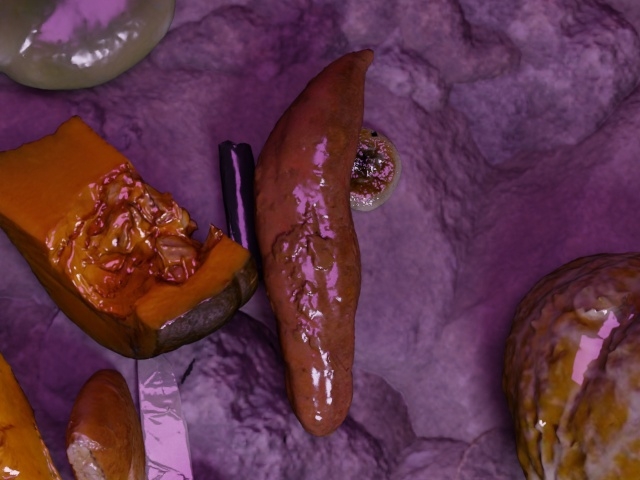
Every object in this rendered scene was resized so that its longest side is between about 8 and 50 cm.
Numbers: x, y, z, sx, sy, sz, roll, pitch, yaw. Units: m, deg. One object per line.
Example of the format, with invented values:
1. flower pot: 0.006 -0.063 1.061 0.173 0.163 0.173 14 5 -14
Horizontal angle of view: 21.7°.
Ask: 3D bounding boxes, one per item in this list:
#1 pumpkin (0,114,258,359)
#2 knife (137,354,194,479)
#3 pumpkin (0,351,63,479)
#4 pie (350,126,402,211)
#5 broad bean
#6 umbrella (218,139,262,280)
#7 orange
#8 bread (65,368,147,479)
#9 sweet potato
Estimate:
1. pumpkin: -0.178 0.010 1.461 0.248 0.126 0.131 41 71 19
2. knife: -0.127 0.227 1.471 0.047 0.017 0.298 -10 81 -5
3. pumpkin: -0.330 0.229 1.368 0.232 0.242 0.325 -20 91 16
4. pie: 0.034 -0.069 1.546 0.084 0.021 0.084 1 79 -7
5. broad bean: -0.245 -0.221 1.509 0.228 0.100 0.169 7 86 -18
6. umbrella: -0.069 -0.027 1.520 0.036 0.031 0.133 -5 81 -9
7. orange: 0.325 0.168 1.444 0.271 0.210 0.369 -42 89 -15
8. bread: -0.180 0.165 1.442 0.054 0.154 0.136 -7 46 1
9. sweet potato: -0.012 -0.005 1.485 0.106 0.095 0.355 8 83 -30
